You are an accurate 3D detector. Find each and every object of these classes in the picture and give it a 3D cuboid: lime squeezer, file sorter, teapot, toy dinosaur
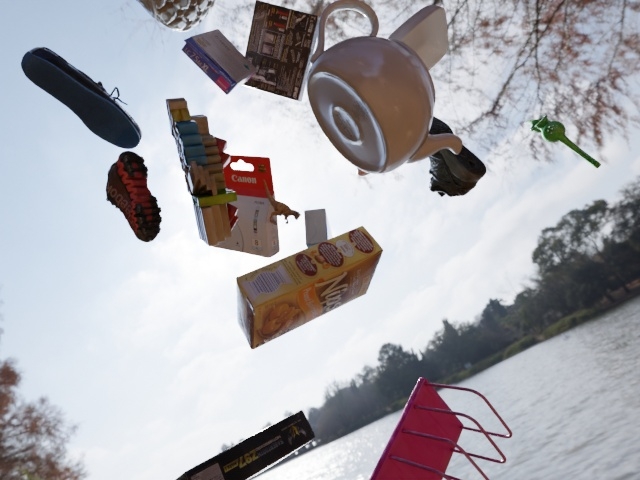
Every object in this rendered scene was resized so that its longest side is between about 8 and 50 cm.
[{"bbox_3d":[0.630,-0.301,1.188,0.109,0.310,0.059,13,-60,-23],"label":"lime squeezer"},{"bbox_3d":[0.290,0.505,0.999,0.182,0.202,0.291,-15,30,52],"label":"file sorter"},{"bbox_3d":[0.107,-0.260,0.769,0.187,0.252,0.256,-41,-38,-14],"label":"teapot"},{"bbox_3d":[-0.152,-0.118,1.583,0.112,0.211,0.064,-57,-24,7],"label":"toy dinosaur"}]

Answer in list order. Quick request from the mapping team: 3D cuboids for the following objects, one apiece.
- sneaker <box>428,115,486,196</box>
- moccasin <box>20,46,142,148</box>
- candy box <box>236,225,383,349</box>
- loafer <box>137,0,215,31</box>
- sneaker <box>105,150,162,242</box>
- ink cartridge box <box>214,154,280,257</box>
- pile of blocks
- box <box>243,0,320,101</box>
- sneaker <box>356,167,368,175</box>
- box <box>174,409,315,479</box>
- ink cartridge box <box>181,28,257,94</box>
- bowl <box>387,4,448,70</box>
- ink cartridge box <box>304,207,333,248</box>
[{"bbox_3d":[0.274,-0.189,1.014,0.087,0.228,0.130,-19,-28,-28],"label":"sneaker"},{"bbox_3d":[-0.640,-0.409,1.224,0.137,0.117,0.342,-27,-48,17],"label":"moccasin"},{"bbox_3d":[-0.026,0.102,0.962,0.316,0.088,0.183,-22,-32,-25],"label":"candy box"},{"bbox_3d":[-0.203,-0.344,0.480,0.112,0.111,0.319,-44,-2,1],"label":"loafer"},{"bbox_3d":[-0.557,-0.116,1.283,0.135,0.276,0.097,-22,-6,26],"label":"sneaker"},{"bbox_3d":[-0.321,-0.139,1.732,0.091,0.308,0.385,-33,-54,-51],"label":"ink cartridge box"},{"bbox_3d":[-0.246,-0.168,0.976,0.112,0.363,0.149,-15,-6,-24],"label":"pile of blocks"},{"bbox_3d":[-0.155,-0.711,1.647,0.076,0.242,0.308,-57,-17,-71],"label":"box"},{"bbox_3d":[0.171,-0.265,1.403,0.134,0.051,0.070,-29,-53,-23],"label":"sneaker"},{"bbox_3d":[-0.146,0.393,0.759,0.232,0.059,0.183,-11,-27,-41],"label":"box"},{"bbox_3d":[-0.321,-0.572,1.390,0.065,0.311,0.186,-40,-71,23],"label":"ink cartridge box"},{"bbox_3d":[0.195,-0.407,0.910,0.142,0.053,0.142,-42,-28,1],"label":"bowl"},{"bbox_3d":[0.000,0.000,1.216,0.061,0.104,0.181,-6,-26,6],"label":"ink cartridge box"}]
